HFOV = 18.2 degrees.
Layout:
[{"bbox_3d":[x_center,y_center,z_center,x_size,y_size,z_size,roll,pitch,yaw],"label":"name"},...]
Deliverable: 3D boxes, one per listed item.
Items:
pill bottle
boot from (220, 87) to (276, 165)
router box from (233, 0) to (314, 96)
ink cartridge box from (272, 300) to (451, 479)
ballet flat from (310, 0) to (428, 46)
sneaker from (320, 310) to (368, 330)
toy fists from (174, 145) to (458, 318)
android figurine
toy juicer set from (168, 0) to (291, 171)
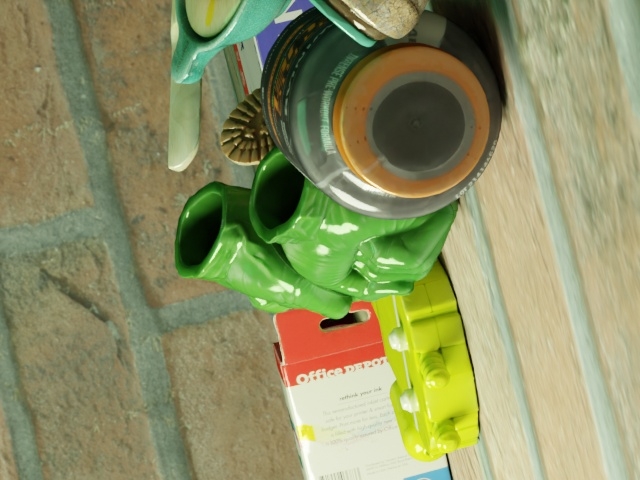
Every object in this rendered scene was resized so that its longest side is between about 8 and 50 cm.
[{"bbox_3d":[0.038,-0.084,1.240,0.245,0.130,0.130,-134,30,-78],"label":"pill bottle"},{"bbox_3d":[-0.001,-0.096,1.533,0.059,0.158,0.084,59,176,20],"label":"boot"},{"bbox_3d":[-0.020,-0.127,2.014,0.301,0.082,0.335,-162,58,-84],"label":"router box"},{"bbox_3d":[0.037,0.153,1.880,0.078,0.134,0.231,-122,19,-75],"label":"ink cartridge box"},{"bbox_3d":[0.013,-0.211,1.199,0.107,0.106,0.316,33,-168,-31],"label":"ballet flat"},{"bbox_3d":[0.017,0.132,2.221,0.111,0.103,0.252,116,139,-85],"label":"sneaker"},{"bbox_3d":[0.000,0.000,1.509,0.279,0.142,0.096,-26,56,61],"label":"toy fists"},{"bbox_3d":[0.077,0.071,1.677,0.273,0.056,0.248,-109,7,-57],"label":"android figurine"},{"bbox_3d":[-0.074,-0.231,1.483,0.329,0.089,0.209,-50,40,42],"label":"toy juicer set"}]
